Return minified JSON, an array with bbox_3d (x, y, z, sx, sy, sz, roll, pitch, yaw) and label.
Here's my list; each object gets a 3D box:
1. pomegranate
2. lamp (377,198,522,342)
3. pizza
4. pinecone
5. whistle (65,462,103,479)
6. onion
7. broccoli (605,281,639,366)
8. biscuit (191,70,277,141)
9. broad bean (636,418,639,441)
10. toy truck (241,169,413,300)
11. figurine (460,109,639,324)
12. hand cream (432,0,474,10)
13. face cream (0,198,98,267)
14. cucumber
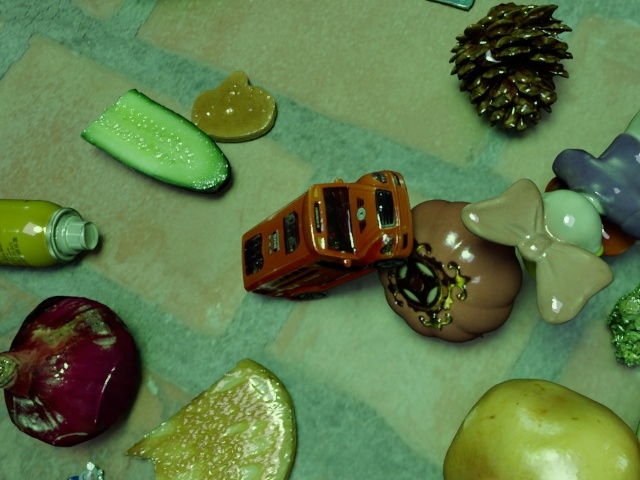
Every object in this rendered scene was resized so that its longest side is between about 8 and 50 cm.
[{"bbox_3d":[0.234,0.249,0.627,0.208,0.209,0.209,-3,74,11],"label":"pomegranate"},{"bbox_3d":[0.161,0.035,0.733,0.181,0.140,0.182,18,118,37],"label":"lamp"},{"bbox_3d":[-0.145,0.287,0.787,0.262,0.034,0.181,-31,70,2],"label":"pizza"},{"bbox_3d":[0.254,-0.231,0.789,0.173,0.173,0.174,-3,74,11],"label":"pinecone"},{"bbox_3d":[-0.340,0.338,0.817,0.083,0.029,0.033,-32,102,-3],"label":"whistle"},{"bbox_3d":[-0.334,0.168,0.765,0.139,0.218,0.196,12,79,14],"label":"onion"},{"bbox_3d":[0.382,0.092,0.699,0.096,0.092,0.095,-26,49,20],"label":"broccoli"},{"bbox_3d":[-0.134,-0.210,0.933,0.139,0.023,0.118,6,75,15],"label":"biscuit"},{"bbox_3d":[0.406,0.216,0.644,0.072,0.153,0.207,4,74,60],"label":"broad bean"},{"bbox_3d":[0.000,0.000,0.735,0.252,0.114,0.108,-29,60,52],"label":"toy truck"},{"bbox_3d":[0.340,-0.065,0.654,0.420,0.193,0.154,-35,72,-14],"label":"figurine"},{"bbox_3d":[0.238,-0.466,0.919,0.083,0.048,0.224,24,87,18],"label":"hand cream"},{"bbox_3d":[-0.508,-0.013,0.916,0.348,0.105,0.105,3,75,14],"label":"face cream"},{"bbox_3d":[-0.239,-0.136,0.913,0.243,0.063,0.115,32,78,19],"label":"cucumber"}]
